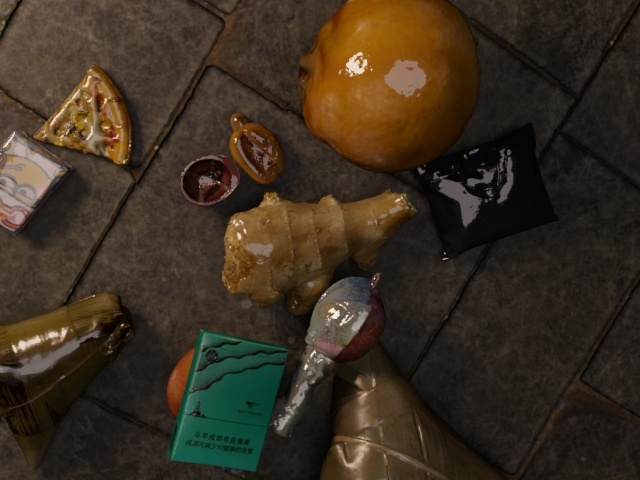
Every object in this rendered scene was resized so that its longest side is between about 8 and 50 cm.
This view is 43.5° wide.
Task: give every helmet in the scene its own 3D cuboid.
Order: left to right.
[{"bbox_3d":[-0.205,-0.113,1.488,0.111,0.057,0.089,-25,99,-1],"label":"helmet"}]

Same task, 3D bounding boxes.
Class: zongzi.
[{"bbox_3d":[-0.453,0.262,1.474,0.274,0.145,0.300,-19,118,-13],"label":"zongzi"},{"bbox_3d":[0.253,0.380,1.594,0.500,0.218,0.466,12,82,-20],"label":"zongzi"}]

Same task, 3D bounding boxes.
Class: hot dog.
[{"bbox_3d":[-0.124,-0.171,1.498,0.090,0.060,0.140,-46,110,-6],"label":"hot dog"}]

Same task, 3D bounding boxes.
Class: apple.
[{"bbox_3d":[-0.187,0.286,1.498,0.201,0.162,0.201,-1,97,-10],"label":"apple"}]

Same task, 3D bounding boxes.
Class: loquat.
[{"bbox_3d":[0.122,-0.279,1.398,0.328,0.328,0.328,-2,99,-11],"label":"loquat"}]

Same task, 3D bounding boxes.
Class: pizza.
[{"bbox_3d":[-0.430,-0.220,1.441,0.176,0.036,0.184,-7,99,-10],"label":"pizza"}]

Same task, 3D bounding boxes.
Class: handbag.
[{"bbox_3d":[0.329,-0.095,1.580,0.254,0.088,0.211,-19,104,-4],"label":"handbag"}]

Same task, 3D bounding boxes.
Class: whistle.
[{"bbox_3d":[0.014,0.203,1.474,0.134,0.142,0.346,34,88,-35],"label":"whistle"}]

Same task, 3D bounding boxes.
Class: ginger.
[{"bbox_3d":[0.003,0.025,1.499,0.376,0.166,0.236,-3,91,-5],"label":"ginger"}]

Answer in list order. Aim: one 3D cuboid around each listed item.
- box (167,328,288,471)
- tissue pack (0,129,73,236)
[{"bbox_3d":[-0.160,0.281,1.403,0.161,0.042,0.226,14,91,-23],"label":"box"},{"bbox_3d":[-0.535,-0.102,1.423,0.115,0.065,0.155,39,89,-13],"label":"tissue pack"}]
